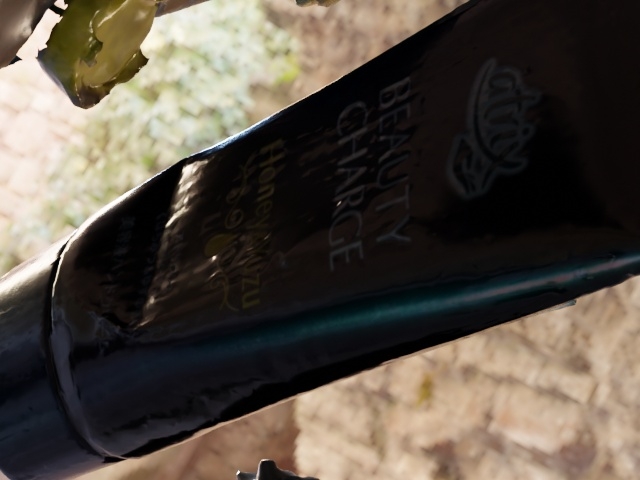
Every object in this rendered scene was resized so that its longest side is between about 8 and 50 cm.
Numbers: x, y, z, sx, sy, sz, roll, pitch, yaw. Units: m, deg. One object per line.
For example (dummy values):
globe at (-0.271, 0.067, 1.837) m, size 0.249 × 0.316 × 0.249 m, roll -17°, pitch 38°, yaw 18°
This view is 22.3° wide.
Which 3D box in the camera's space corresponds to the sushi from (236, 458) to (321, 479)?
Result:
sushi at (0.010, 0.122, 0.505) m, size 0.097 × 0.103 × 0.226 m, roll 50°, pitch -17°, yaw -17°

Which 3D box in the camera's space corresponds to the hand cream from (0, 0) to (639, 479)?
hand cream at (0.000, 0.000, 0.493) m, size 0.270 × 0.120 × 0.061 m, roll -25°, pitch -43°, yaw 33°

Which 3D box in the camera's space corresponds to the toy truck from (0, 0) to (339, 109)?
toy truck at (-0.069, -0.184, 0.690) m, size 0.161 × 0.162 × 0.385 m, roll 38°, pitch 34°, yaw 17°
